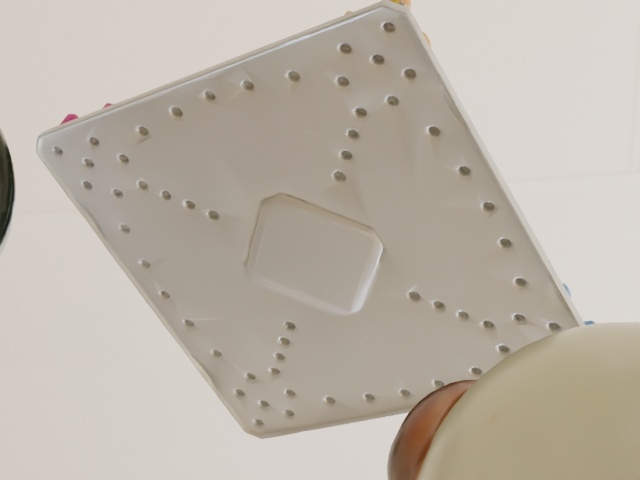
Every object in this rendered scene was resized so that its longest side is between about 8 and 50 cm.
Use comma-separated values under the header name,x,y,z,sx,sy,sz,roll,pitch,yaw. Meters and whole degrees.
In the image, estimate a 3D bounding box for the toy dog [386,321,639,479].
name,x,y,z,sx,sy,sz,roll,pitch,yaw
toy dog,0.239,0.089,0.569,0.408,0.284,0.395,-28,-60,-14

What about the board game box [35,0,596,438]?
name,x,y,z,sx,sy,sz,roll,pitch,yaw
board game box,0.000,0.000,1.159,0.390,0.050,0.390,-16,-59,32

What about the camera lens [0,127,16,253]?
name,x,y,z,sx,sy,sz,roll,pitch,yaw
camera lens,-0.402,-0.028,1.078,0.274,0.219,0.219,-19,-58,44
